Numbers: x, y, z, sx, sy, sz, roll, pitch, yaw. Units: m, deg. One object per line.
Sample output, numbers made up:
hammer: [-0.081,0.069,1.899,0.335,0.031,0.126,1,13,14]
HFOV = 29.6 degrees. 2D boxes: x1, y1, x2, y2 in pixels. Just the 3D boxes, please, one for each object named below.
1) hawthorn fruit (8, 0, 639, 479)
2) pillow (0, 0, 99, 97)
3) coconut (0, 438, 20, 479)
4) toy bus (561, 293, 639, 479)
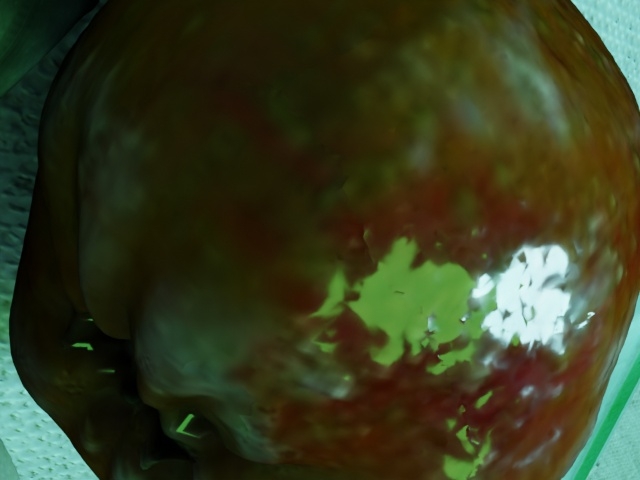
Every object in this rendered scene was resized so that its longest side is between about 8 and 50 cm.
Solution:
hawthorn fruit: [0.000,0.000,0.501,0.284,0.284,0.284,-33,148,-24]
pillow: [-0.141,-0.062,0.425,0.135,0.055,0.091,-47,-177,5]
coconut: [-0.203,0.124,0.386,0.241,0.241,0.241,-33,148,-24]
toy bus: [0.148,0.084,0.885,0.134,0.165,0.276,-25,144,-33]
